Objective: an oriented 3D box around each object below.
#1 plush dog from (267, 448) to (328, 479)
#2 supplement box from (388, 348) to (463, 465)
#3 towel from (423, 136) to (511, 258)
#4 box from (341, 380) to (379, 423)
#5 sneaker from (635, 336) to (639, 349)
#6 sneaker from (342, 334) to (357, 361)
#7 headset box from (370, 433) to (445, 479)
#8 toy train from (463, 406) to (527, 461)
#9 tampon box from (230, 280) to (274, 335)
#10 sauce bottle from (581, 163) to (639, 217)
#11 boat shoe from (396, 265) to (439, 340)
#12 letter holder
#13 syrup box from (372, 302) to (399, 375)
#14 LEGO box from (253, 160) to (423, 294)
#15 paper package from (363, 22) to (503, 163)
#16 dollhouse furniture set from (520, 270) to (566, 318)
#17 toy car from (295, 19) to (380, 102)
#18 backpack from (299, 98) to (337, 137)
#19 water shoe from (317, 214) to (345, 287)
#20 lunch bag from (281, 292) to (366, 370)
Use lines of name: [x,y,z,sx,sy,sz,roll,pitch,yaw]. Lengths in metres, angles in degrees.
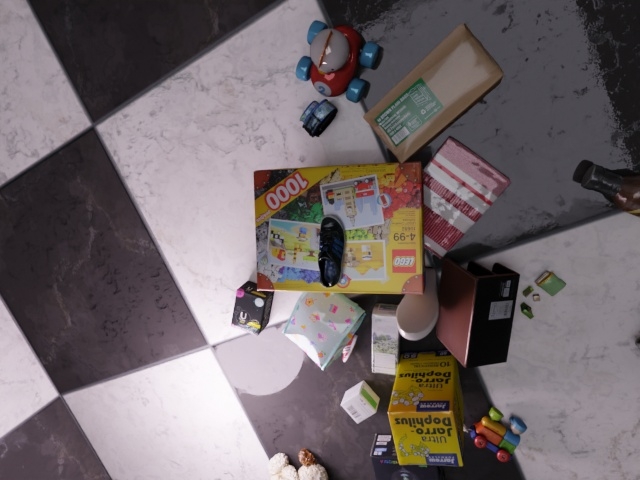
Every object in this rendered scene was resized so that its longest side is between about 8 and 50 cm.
plush dog: [-0.077,1.014,1.855,0.225,0.210,0.263,-30,96,0]
supplement box: [0.355,0.529,1.457,0.194,0.356,0.196,-10,104,20]
towel: [0.398,-0.129,1.413,0.237,0.037,0.329,37,115,2]
box: [0.153,0.614,1.694,0.102,0.087,0.101,-41,92,23]
sneaker: [1.028,0.345,1.329,0.146,0.122,0.331,3,110,36]
sneaker: [0.090,0.395,1.670,0.066,0.042,0.119,22,105,6]
headset box: [0.342,0.900,1.700,0.246,0.131,0.283,-7,105,20]
toy train: [0.584,0.644,1.565,0.247,0.105,0.144,31,103,7]
tampon box: [-0.259,0.258,1.705,0.120,0.101,0.161,17,111,11]
sauce bottle: [0.901,-0.113,1.218,0.344,0.111,0.112,26,113,11]
boat shoe: [0.315,0.231,1.397,0.127,0.341,0.158,1,120,21]
letter holder: [0.495,0.218,1.444,0.151,0.214,0.302,-4,108,-15]
syrup box: [0.234,0.349,1.580,0.093,0.096,0.237,2,107,15]
LEGO box: [0.063,-0.036,1.366,0.499,0.193,0.373,-1,93,16]
paper package: [0.312,-0.387,1.208,0.324,0.309,0.168,-39,89,25]
dollhouse furniture set: [0.694,0.172,1.398,0.076,0.058,0.152,38,114,3]
toy car: [0.026,-0.526,1.295,0.219,0.238,0.211,26,113,9]
backpack: [-0.007,-0.397,1.419,0.084,0.105,0.114,44,109,-1]
water shoe: [0.029,0.030,1.236,0.072,0.080,0.203,-3,93,16]
lunch bag: [0.018,0.278,1.574,0.223,0.160,0.262,37,117,19]
